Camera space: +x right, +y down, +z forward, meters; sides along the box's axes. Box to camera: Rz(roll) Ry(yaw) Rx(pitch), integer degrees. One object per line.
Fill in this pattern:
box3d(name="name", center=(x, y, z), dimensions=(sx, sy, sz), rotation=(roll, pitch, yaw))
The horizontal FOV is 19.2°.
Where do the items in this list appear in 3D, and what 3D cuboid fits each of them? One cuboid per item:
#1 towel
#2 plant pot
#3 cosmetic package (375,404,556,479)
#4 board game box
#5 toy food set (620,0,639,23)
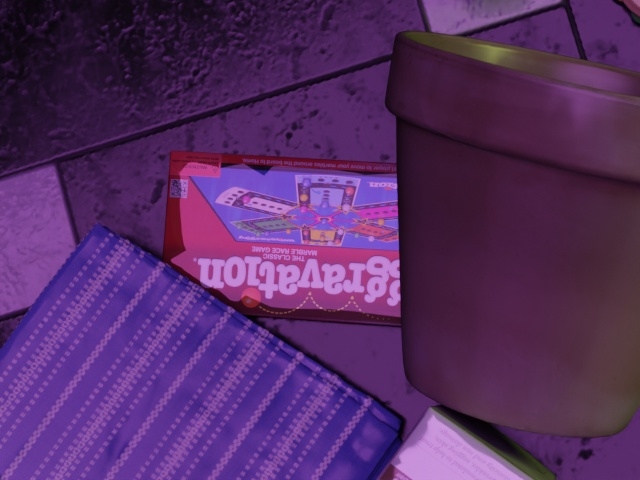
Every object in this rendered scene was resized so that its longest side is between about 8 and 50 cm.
box3d(name="towel", center=(-0.124, 0.169, 1.640), dimensions=(0.336, 0.040, 0.243), rotation=(34, 77, 3))
box3d(name="plant pot", center=(0.188, -0.003, 1.538), dimensions=(0.323, 0.323, 0.280), rotation=(14, 101, 9))
box3d(name="cosmetic package", center=(0.123, 0.197, 1.549), dimensions=(0.117, 0.231, 0.085), rotation=(35, 90, 8))
box3d(name="board game box", center=(0.000, 0.000, 1.686), dimensions=(0.281, 0.027, 0.145), rotation=(3, 87, 8))
box3d(name="toy food set", center=(0.300, -0.229, 1.668), dimensions=(0.083, 0.020, 0.082), rotation=(-44, 81, 2))
